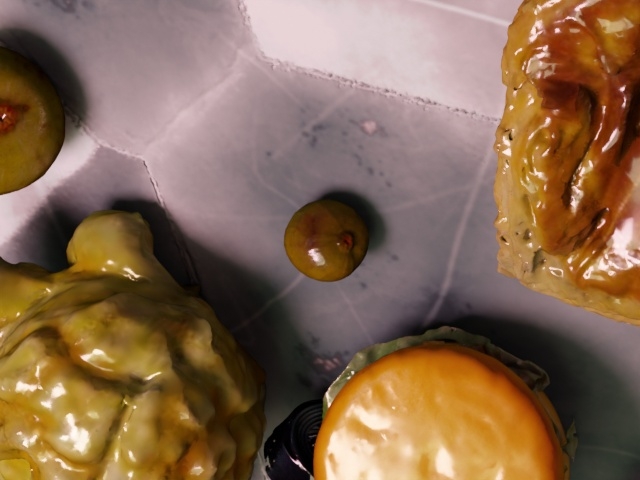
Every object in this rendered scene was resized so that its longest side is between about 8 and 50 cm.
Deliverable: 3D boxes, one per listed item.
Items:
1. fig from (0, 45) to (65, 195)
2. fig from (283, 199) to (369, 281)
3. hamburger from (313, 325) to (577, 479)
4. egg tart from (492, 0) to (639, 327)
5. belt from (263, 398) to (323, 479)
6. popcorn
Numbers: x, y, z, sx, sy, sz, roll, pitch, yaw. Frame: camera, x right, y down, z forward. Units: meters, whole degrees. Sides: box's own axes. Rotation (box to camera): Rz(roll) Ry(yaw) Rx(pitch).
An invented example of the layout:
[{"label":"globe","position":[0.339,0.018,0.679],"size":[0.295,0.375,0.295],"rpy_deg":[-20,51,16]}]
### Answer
[{"label":"fig","position":[-0.314,-0.112,1.334],"size":[0.148,0.186,0.142],"rpy_deg":[38,90,-29]},{"label":"fig","position":[0.000,0.000,1.284],"size":[0.088,0.074,0.074],"rpy_deg":[5,131,56]},{"label":"hamburger","position":[0.116,0.198,1.297],"size":[0.246,0.170,0.246],"rpy_deg":[0,89,16]},{"label":"egg tart","position":[0.291,-0.084,1.021],"size":[0.339,0.153,0.351],"rpy_deg":[4,125,23]},{"label":"belt","position":[0.013,0.210,1.397],"size":[0.140,0.105,0.058],"rpy_deg":[7,146,-38]},{"label":"popcorn","position":[-0.200,0.157,1.358],"size":[0.279,0.274,0.335],"rpy_deg":[48,176,43]}]
